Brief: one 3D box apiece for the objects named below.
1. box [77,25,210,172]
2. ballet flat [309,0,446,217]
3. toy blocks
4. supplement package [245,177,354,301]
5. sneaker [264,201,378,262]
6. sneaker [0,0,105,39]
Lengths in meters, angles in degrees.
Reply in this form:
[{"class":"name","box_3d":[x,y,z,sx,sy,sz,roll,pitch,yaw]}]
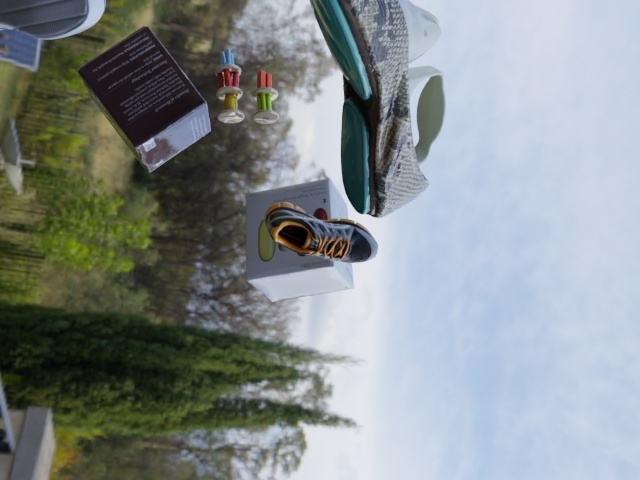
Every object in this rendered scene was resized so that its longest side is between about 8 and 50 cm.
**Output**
[{"class":"box","box_3d":[-0.352,-0.282,1.445,0.203,0.167,0.168,52,-12,5]},{"class":"ballet flat","box_3d":[0.097,-0.233,1.049,0.164,0.182,0.482,58,-11,40]},{"class":"toy blocks","box_3d":[-0.147,-0.310,1.416,0.054,0.123,0.148,124,-37,-70]},{"class":"supplement package","box_3d":[-0.045,0.002,1.519,0.149,0.194,0.203,51,32,-61]},{"class":"sneaker","box_3d":[0.000,0.000,1.279,0.083,0.215,0.084,-89,-165,-66]},{"class":"sneaker","box_3d":[-0.323,-0.283,0.805,0.091,0.258,0.094,-38,131,-45]}]
